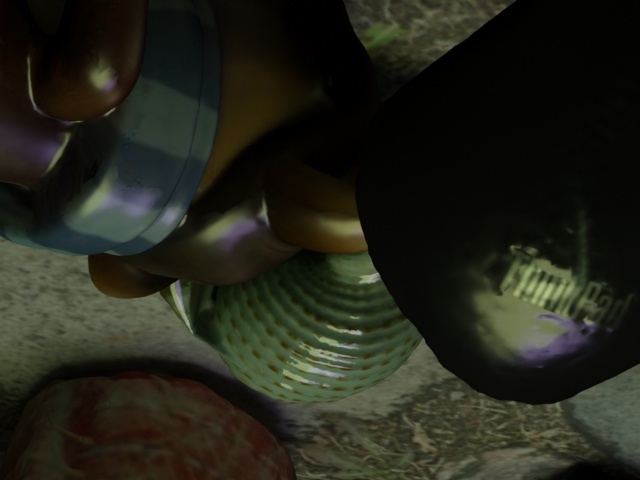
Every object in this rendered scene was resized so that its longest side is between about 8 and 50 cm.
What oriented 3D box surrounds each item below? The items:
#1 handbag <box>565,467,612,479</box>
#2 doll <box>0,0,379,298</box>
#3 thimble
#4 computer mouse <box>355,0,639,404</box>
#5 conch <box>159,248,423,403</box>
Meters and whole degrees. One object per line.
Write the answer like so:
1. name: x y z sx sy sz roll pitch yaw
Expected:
1. handbag: 0.238 0.333 1.588 0.285 0.113 0.257 29 117 -34
2. doll: -0.116 -0.106 0.911 0.339 0.209 0.318 24 145 -33
3. thimble: -0.134 0.218 1.440 0.239 0.162 0.239 6 136 5
4. computer mouse: 0.147 -0.048 0.876 0.170 0.269 0.100 55 157 -13
5. conch: 0.000 -0.002 1.133 0.172 0.131 0.200 39 111 -5
